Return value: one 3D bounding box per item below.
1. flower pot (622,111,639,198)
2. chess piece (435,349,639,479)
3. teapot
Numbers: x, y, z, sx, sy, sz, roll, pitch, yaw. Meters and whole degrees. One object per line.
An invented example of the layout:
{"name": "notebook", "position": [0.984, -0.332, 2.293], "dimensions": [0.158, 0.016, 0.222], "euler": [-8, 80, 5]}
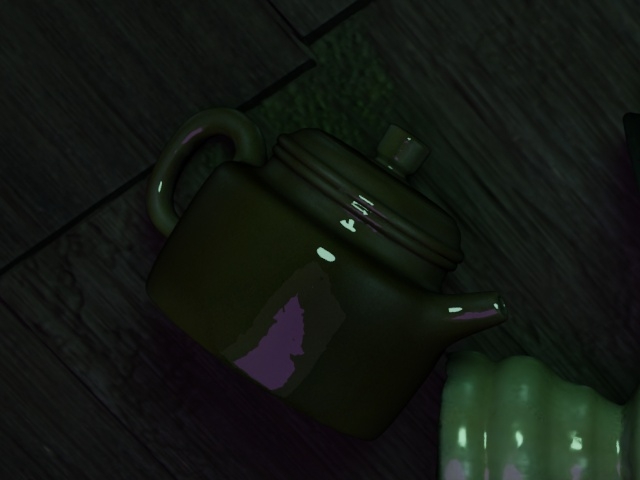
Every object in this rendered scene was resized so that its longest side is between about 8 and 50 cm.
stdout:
{"name": "flower pot", "position": [0.249, -0.013, 1.150], "dimensions": [0.107, 0.157, 0.157], "euler": [-16, 115, 11]}
{"name": "chess piece", "position": [0.203, 0.140, 1.272], "dimensions": [0.243, 0.133, 0.133], "euler": [0, 121, 12]}
{"name": "teapot", "position": [0.000, 0.000, 1.228], "dimensions": [0.268, 0.185, 0.175], "euler": [36, 93, 27]}
